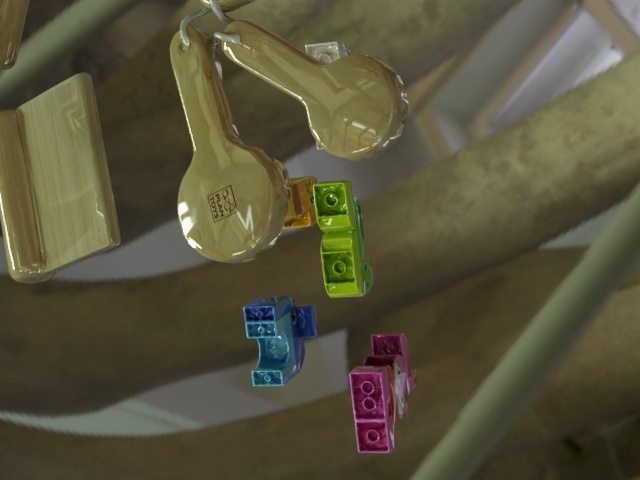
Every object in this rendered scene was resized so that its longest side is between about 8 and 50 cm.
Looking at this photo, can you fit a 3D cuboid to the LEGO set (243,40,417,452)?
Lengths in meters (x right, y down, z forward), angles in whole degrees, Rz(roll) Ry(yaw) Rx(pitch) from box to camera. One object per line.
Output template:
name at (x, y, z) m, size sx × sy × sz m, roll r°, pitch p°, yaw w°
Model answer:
LEGO set at (0.000, 0.000, 0.724) m, size 0.093 × 0.087 × 0.227 m, roll -30°, pitch -65°, yaw -68°

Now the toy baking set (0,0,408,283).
toy baking set at (-0.045, -0.106, 0.400) m, size 0.197 × 0.256 × 0.030 m, roll 10°, pitch -179°, yaw 31°
